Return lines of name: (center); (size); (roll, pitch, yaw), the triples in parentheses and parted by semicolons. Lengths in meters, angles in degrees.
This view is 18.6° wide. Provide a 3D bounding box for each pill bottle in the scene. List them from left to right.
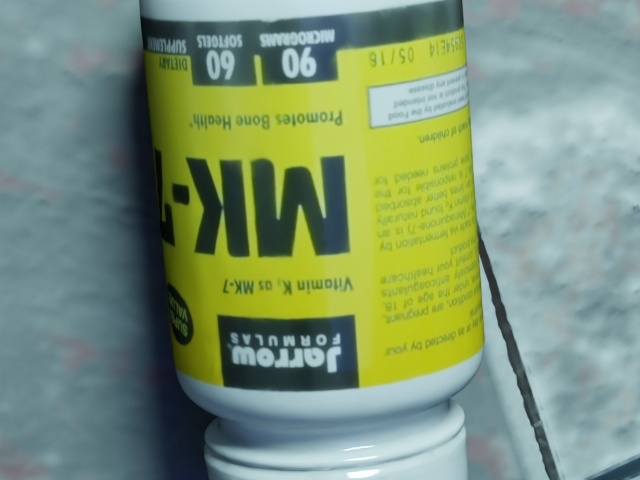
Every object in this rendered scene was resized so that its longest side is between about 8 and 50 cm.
pill bottle: (0.000, 0.000, 0.727); (0.119, 0.119, 0.208); (-8, 102, -16)
